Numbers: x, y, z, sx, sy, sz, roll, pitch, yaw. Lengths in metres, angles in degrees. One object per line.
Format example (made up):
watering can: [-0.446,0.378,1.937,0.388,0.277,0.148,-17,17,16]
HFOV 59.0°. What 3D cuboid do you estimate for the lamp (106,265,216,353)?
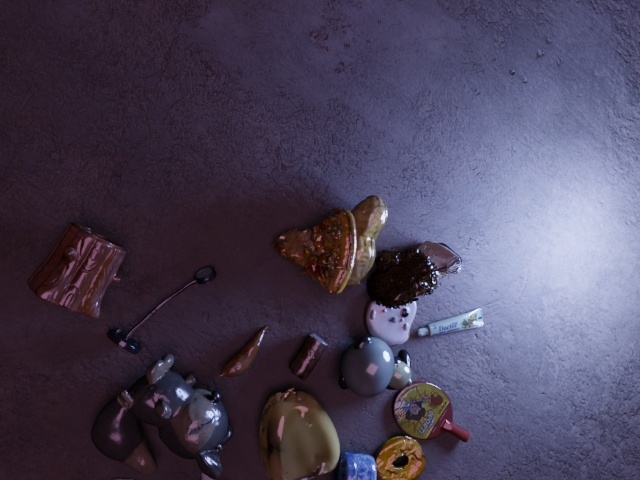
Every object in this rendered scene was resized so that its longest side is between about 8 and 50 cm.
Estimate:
lamp: [-0.477,0.219,1.770,0.371,0.130,0.109,-38,123,-20]

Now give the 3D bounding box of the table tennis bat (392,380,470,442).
table tennis bat: [0.391,0.615,1.984,0.310,0.038,0.200,32,88,-8]

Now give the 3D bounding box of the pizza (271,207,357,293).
pizza: [0.000,0.000,1.770,0.287,0.074,0.251,31,92,18]

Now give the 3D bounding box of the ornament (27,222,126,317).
ornament: [-0.704,0.077,1.643,0.235,0.221,0.218,27,84,15]

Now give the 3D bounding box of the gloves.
gloves: [0.291,0.104,1.856,0.312,0.135,0.210,-34,61,-13]

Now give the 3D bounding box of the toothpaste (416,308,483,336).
toothpaste: [0.455,0.294,1.974,0.255,0.037,0.067,-11,96,-14]

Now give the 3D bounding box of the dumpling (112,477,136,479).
dumpling: [-0.618,0.820,1.766,0.111,0.181,0.155,-40,67,28]

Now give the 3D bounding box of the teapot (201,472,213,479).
teapot: [-0.340,0.902,1.807,0.204,0.139,0.298,-13,100,17]

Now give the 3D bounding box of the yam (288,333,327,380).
yam: [-0.042,0.381,1.857,0.079,0.079,0.141,34,87,-12]

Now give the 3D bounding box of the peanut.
peanut: [0.127,0.000,1.830,0.147,0.147,0.306,17,91,-12]

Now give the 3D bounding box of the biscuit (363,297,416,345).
biscuit: [0.241,0.252,1.920,0.181,0.049,0.208,20,91,-13]

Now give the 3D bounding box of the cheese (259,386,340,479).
cheese: [-0.083,0.632,1.847,0.259,0.128,0.316,-20,104,-17]

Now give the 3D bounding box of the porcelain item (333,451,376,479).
porcelain item: [0.110,0.783,1.880,0.114,0.147,0.147,13,91,-10]

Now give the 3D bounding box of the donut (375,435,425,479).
donut: [0.268,0.757,1.954,0.178,0.065,0.162,-15,92,-9]

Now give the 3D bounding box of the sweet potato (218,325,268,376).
sweet potato: [-0.237,0.371,1.828,0.068,0.068,0.226,48,71,-11]

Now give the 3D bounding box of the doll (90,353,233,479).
doll: [-0.462,0.571,1.747,0.378,0.252,0.382,-37,98,26]

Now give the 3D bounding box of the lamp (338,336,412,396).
lamp: [0.182,0.420,1.861,0.243,0.197,0.198,18,90,-29]
